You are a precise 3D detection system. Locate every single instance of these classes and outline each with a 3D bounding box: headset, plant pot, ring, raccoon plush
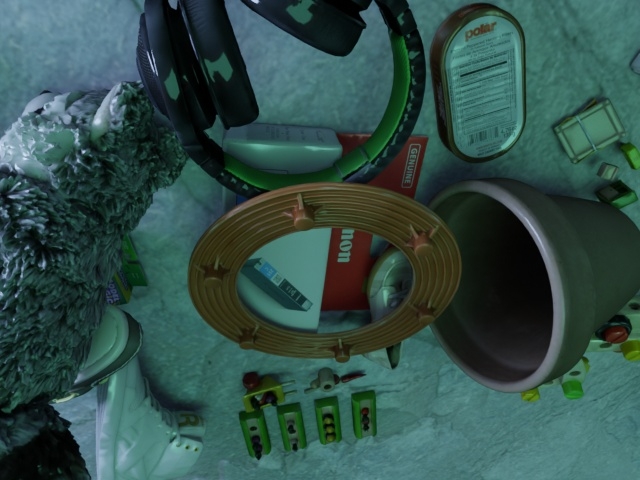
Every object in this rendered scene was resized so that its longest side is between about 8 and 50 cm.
[{"bbox_3d":[-0.066,-0.210,0.463,0.243,0.185,0.394,-34,126,10],"label":"headset"},{"bbox_3d":[0.286,0.036,0.655,0.229,0.263,0.263,-13,126,-24],"label":"plant pot"},{"bbox_3d":[0.007,0.065,0.610,0.336,0.032,0.337,-3,138,-2],"label":"ring"},{"bbox_3d":[-0.228,0.056,0.521,0.299,0.216,0.447,-26,97,-5],"label":"raccoon plush"}]

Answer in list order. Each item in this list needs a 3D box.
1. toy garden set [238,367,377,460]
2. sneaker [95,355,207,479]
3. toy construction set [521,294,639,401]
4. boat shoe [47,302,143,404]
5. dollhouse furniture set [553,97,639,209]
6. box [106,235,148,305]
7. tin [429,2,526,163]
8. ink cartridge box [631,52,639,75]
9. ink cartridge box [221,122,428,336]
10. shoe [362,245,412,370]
[{"bbox_3d":[-0.020,0.304,0.868,0.244,0.049,0.204,-8,124,-4],"label":"toy garden set"},{"bbox_3d":[-0.264,0.274,0.791,0.169,0.108,0.293,-1,120,-26],"label":"sneaker"},{"bbox_3d":[0.473,0.153,0.784,0.327,0.151,0.215,-14,134,0],"label":"toy construction set"},{"bbox_3d":[-0.333,0.155,0.658,0.304,0.109,0.091,-21,149,27],"label":"boat shoe"},{"bbox_3d":[0.380,-0.118,0.678,0.076,0.058,0.152,-31,103,20],"label":"dollhouse furniture set"},{"bbox_3d":[-0.331,0.046,0.655,0.179,0.043,0.105,-12,124,-4],"label":"box"},{"bbox_3d":[0.193,-0.182,0.599,0.106,0.040,0.190,-19,124,-2],"label":"tin"},{"bbox_3d":[0.505,-0.258,0.566,0.160,0.093,0.220,17,118,-18],"label":"ink cartridge box"},{"bbox_3d":[0.000,0.000,0.666,0.261,0.066,0.296,1,122,-9],"label":"ink cartridge box"},{"bbox_3d":[0.108,0.106,0.740,0.076,0.058,0.219,-18,130,-29],"label":"shoe"}]
